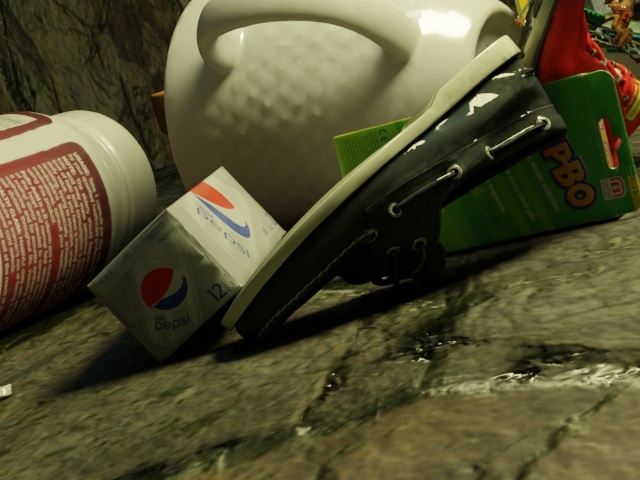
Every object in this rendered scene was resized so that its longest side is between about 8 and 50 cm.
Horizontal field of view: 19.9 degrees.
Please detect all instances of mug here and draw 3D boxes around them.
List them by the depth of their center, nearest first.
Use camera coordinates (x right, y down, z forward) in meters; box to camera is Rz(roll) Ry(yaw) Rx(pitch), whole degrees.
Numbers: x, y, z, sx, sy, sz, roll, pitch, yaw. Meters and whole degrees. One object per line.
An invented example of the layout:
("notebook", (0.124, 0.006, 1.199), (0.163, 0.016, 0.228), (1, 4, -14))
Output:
("mug", (0.023, -0.168, 1.884), (0.328, 0.276, 0.374), (-2, -21, 30))

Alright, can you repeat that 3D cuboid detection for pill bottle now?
("pill bottle", (-0.360, -0.015, 1.971), (0.224, 0.224, 0.392), (-12, 8, 31))

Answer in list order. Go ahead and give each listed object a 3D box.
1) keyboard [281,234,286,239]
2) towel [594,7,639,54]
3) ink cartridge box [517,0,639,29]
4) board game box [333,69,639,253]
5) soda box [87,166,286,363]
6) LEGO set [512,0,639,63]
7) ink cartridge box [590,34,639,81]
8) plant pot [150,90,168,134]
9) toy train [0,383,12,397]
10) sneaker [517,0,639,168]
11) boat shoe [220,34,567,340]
("keyboard", (0.000, 0.000, 1.862), (0.180, 0.023, 0.108), (-10, 9, 35))
("towel", (0.547, -0.269, 2.276), (0.271, 0.040, 0.370), (16, 26, 33))
("ink cartridge box", (0.361, -0.309, 2.353), (0.186, 0.065, 0.311), (-25, 3, -38))
("board game box", (0.145, -0.060, 1.575), (0.259, 0.124, 0.039), (-13, 3, 27))
("soda box", (-0.109, 0.014, 1.585), (0.098, 0.091, 0.286), (-44, 2, 11))
("LEGO set", (0.361, -0.204, 1.791), (0.255, 0.331, 0.192), (-47, 32, 34))
("ink cartridge box", (0.433, -0.241, 2.444), (0.172, 0.100, 0.237), (-9, 10, 45))
("plant pot", (-0.111, -0.138, 2.511), (0.205, 0.188, 0.205), (-16, 6, 2))
("toy train", (-0.348, 0.131, 1.520), (0.166, 0.046, 0.125), (-13, 8, 24))
("sneaker", (0.237, -0.145, 1.614), (0.118, 0.279, 0.107), (8, 56, 15))
("boat shoe", (0.069, -0.019, 1.464), (0.340, 0.113, 0.127), (-43, -2, -23))
